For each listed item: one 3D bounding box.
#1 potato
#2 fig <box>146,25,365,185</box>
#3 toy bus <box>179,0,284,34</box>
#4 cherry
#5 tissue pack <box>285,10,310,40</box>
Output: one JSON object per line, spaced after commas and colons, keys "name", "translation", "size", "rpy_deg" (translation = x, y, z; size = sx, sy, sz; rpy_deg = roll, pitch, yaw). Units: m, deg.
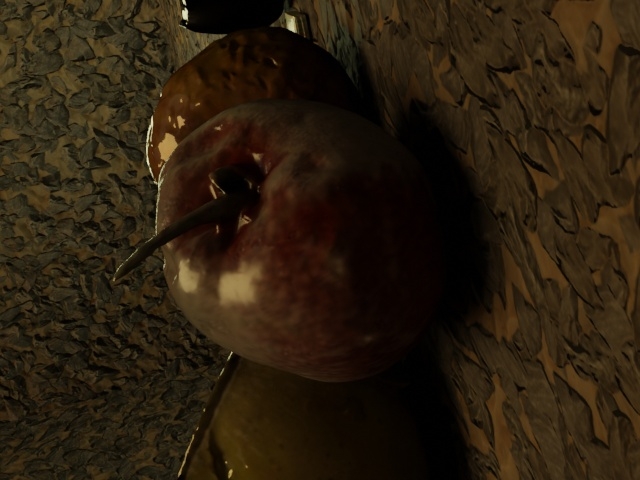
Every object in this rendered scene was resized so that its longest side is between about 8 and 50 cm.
{"name": "potato", "translation": [0.008, 0.271, 1.417], "size": [0.442, 0.319, 0.385], "rpy_deg": [-57, -7, -82]}
{"name": "fig", "translation": [-0.075, -0.168, 1.403], "size": [0.368, 0.286, 0.286], "rpy_deg": [-88, -9, -61]}
{"name": "toy bus", "translation": [-0.123, -0.431, 1.467], "size": [0.386, 0.171, 0.162], "rpy_deg": [126, 139, -77]}
{"name": "cherry", "translation": [-0.022, 0.005, 1.127], "size": [0.326, 0.291, 0.335], "rpy_deg": [32, 171, 13]}
{"name": "tissue pack", "translation": [-0.026, -0.276, 1.516], "size": [0.056, 0.023, 0.108], "rpy_deg": [-129, 26, -66]}
